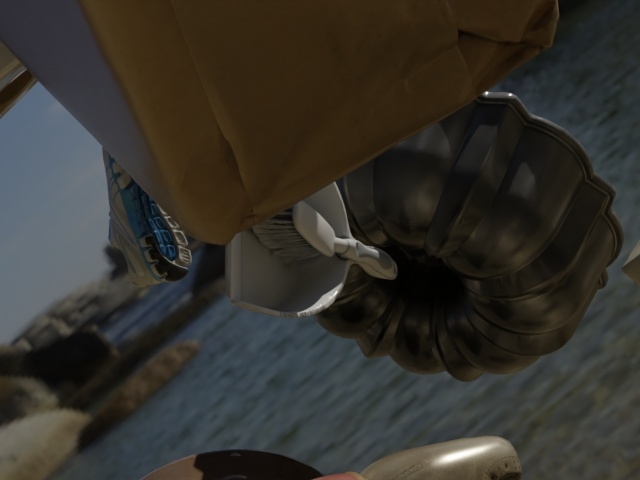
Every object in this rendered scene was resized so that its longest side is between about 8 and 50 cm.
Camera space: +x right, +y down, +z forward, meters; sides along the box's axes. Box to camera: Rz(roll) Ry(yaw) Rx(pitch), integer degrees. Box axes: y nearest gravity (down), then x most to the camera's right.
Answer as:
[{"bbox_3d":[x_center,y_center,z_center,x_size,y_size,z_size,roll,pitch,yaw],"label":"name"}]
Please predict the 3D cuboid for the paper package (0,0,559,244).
[{"bbox_3d":[-0.095,-0.212,0.474,0.168,0.325,0.309,-35,-39,-14],"label":"paper package"}]

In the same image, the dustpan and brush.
[{"bbox_3d":[0.000,0.000,1.079,0.060,0.147,0.211,-6,-18,21],"label":"dustpan and brush"}]

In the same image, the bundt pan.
[{"bbox_3d":[0.095,0.008,1.270,0.331,0.331,0.124,-35,23,50],"label":"bundt pan"}]

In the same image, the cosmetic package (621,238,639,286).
[{"bbox_3d":[0.364,-0.026,0.951,0.113,0.160,0.309,-50,2,-34],"label":"cosmetic package"}]

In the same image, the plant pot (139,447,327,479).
[{"bbox_3d":[-0.062,0.335,1.143,0.263,0.263,0.229,-39,23,5],"label":"plant pot"}]

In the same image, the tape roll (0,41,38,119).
[{"bbox_3d":[-0.324,-0.162,1.139,0.246,0.169,0.246,-43,6,6],"label":"tape roll"}]

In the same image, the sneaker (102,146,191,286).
[{"bbox_3d":[-0.206,-0.037,1.529,0.083,0.190,0.071,-22,-11,42],"label":"sneaker"}]

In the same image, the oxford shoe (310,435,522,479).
[{"bbox_3d":[0.068,0.256,0.806,0.130,0.123,0.348,-20,-48,-21],"label":"oxford shoe"}]
